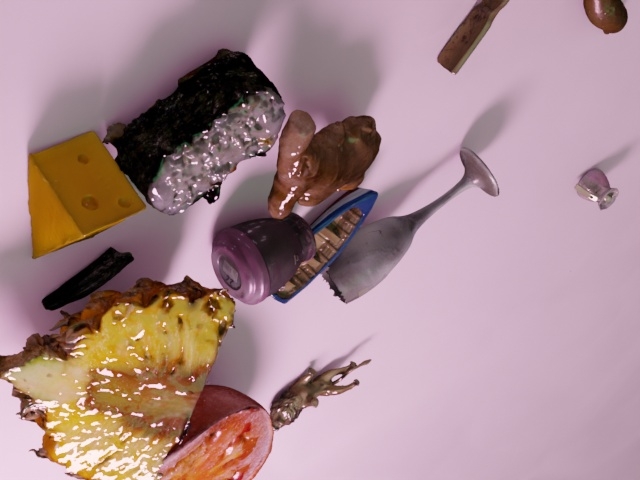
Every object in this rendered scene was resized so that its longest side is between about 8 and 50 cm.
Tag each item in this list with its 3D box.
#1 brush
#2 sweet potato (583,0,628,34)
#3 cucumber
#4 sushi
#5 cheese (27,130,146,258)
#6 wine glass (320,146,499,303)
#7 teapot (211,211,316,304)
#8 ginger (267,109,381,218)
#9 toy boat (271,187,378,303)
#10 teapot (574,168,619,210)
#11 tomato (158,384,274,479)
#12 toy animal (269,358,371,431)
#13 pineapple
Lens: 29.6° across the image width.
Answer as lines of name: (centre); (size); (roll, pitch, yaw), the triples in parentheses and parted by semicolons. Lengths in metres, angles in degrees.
brush: (0.257, -0.344, 1.742); (0.036, 0.043, 0.248); (17, 114, -46)
sweet potato: (0.438, -0.383, 1.879); (0.069, 0.059, 0.249); (-56, 146, -16)
cucumber: (-0.308, 0.054, 1.615); (0.135, 0.034, 0.033); (-40, 152, -3)
sushi: (-0.146, -0.132, 1.500); (0.212, 0.115, 0.147); (-42, 145, -1)
cheese: (-0.301, -0.029, 1.494); (0.093, 0.126, 0.171); (-26, 163, -33)
wine glass: (0.184, 0.033, 1.893); (0.309, 0.264, 0.096); (-37, 149, -8)
teapot: (-0.077, 0.029, 1.759); (0.146, 0.116, 0.148); (-28, 142, -33)
ginger: (0.005, -0.101, 1.647); (0.166, 0.080, 0.333); (-61, 167, 17)
toy boat: (0.000, 0.000, 1.859); (0.229, 0.046, 0.080); (-48, 133, 7)
teapot: (0.518, -0.093, 2.281); (0.083, 0.064, 0.064); (-8, 133, -41)
tomato: (-0.237, 0.345, 1.922); (0.338, 0.144, 0.338); (-31, 150, -20)
toy animal: (-0.002, 0.259, 2.144); (0.219, 0.069, 0.086); (-26, 165, -15)
pineapple: (-0.310, 0.147, 1.630); (0.286, 0.209, 0.344); (16, 108, -29)
